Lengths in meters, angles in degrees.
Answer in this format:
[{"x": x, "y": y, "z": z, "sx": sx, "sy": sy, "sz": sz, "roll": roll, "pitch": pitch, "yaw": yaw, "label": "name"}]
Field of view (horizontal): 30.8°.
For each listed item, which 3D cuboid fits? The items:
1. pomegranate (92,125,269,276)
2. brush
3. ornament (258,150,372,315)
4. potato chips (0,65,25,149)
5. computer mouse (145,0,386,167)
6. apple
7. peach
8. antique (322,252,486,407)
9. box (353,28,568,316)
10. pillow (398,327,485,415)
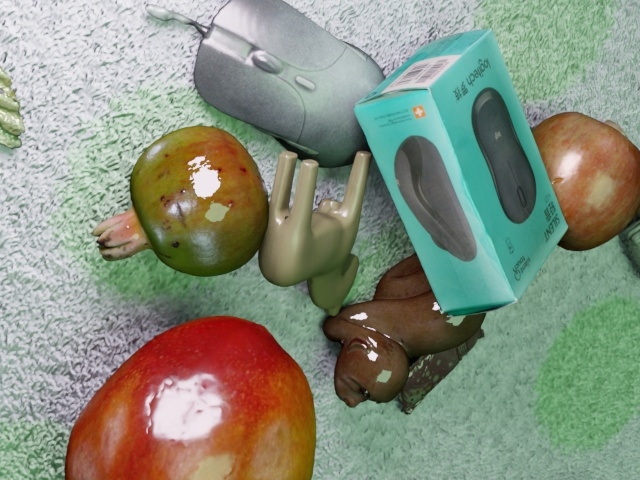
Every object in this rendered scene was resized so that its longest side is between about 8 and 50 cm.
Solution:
[{"x": -0.164, "y": -0.036, "z": 1.353, "sx": 0.209, "sy": 0.180, "sz": 0.180, "roll": -20, "pitch": 117, "yaw": -5, "label": "pomegranate"}, {"x": 0.491, "y": -0.045, "z": 1.818, "sx": 0.065, "sy": 0.070, "sz": 0.327, "roll": -34, "pitch": 120, "yaw": -6, "label": "brush"}, {"x": 0.000, "y": 0.000, "z": 1.479, "sx": 0.230, "sy": 0.061, "sz": 0.245, "roll": -18, "pitch": 126, "yaw": -58, "label": "ornament"}, {"x": -0.389, "y": -0.175, "z": 1.239, "sx": 0.207, "sy": 0.028, "sz": 0.092, "roll": 32, "pitch": 90, "yaw": -34, "label": "potato chips"}, {"x": -0.045, "y": -0.199, "z": 1.414, "sx": 0.379, "sy": 0.090, "sz": 0.167, "roll": 22, "pitch": 92, "yaw": -34, "label": "computer mouse"}, {"x": 0.361, "y": -0.081, "z": 1.644, "sx": 0.188, "sy": 0.188, "sz": 0.174, "roll": 35, "pitch": 89, "yaw": -35, "label": "apple"}, {"x": -0.145, "y": 0.248, "z": 1.377, "sx": 0.307, "sy": 0.308, "sz": 0.332, "roll": 28, "pitch": 86, "yaw": -35, "label": "peach"}, {"x": 0.118, "y": 0.125, "z": 1.592, "sx": 0.257, "sy": 0.143, "sz": 0.121, "roll": -36, "pitch": 123, "yaw": -15, "label": "antique"}, {"x": 0.188, "y": -0.087, "z": 1.484, "sx": 0.205, "sy": 0.118, "sz": 0.311, "roll": -43, "pitch": 116, "yaw": -45, "label": "box"}, {"x": 0.173, "y": 0.166, "z": 1.691, "sx": 0.185, "sy": 0.043, "sz": 0.118, "roll": -41, "pitch": 147, "yaw": -13, "label": "pillow"}]
